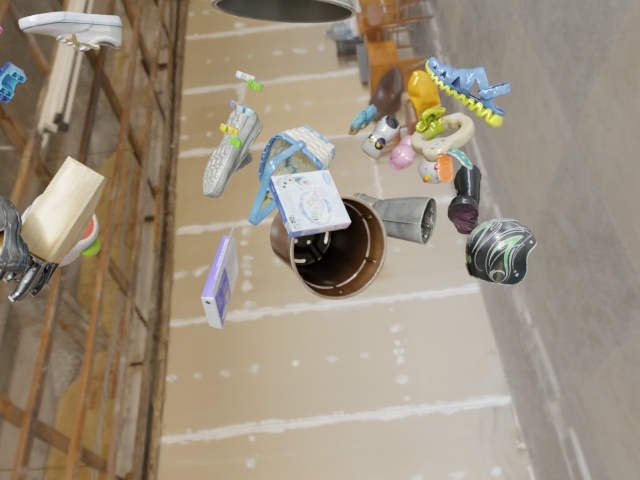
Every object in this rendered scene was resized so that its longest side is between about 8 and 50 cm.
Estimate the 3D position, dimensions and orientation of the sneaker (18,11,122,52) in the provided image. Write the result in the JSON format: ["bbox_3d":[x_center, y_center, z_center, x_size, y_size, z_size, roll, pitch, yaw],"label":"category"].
[{"bbox_3d":[-0.634,-0.536,1.458,0.094,0.258,0.091,10,110,50],"label":"sneaker"}]

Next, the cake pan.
[{"bbox_3d":[-0.072,-0.491,1.140,0.293,0.294,0.054,-90,3,-78],"label":"cake pan"}]

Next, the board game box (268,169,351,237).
[{"bbox_3d":[-0.015,-0.052,0.773,0.090,0.090,0.020,68,152,23],"label":"board game box"}]

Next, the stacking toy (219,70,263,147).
[{"bbox_3d":[-0.199,-0.339,1.456,0.166,0.052,0.221,-70,25,16],"label":"stacking toy"}]

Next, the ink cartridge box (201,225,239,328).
[{"bbox_3d":[-0.267,0.097,1.510,0.208,0.045,0.206,95,-175,-52],"label":"ink cartridge box"}]

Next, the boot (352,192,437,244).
[{"bbox_3d":[0.149,-0.016,1.258,0.076,0.209,0.189,-1,-78,-54],"label":"boot"}]

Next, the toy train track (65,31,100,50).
[{"bbox_3d":[-0.552,-0.461,1.312,0.048,0.083,0.014,101,-173,-55],"label":"toy train track"}]

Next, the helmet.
[{"bbox_3d":[0.460,0.020,1.445,0.169,0.170,0.161,-91,8,-75],"label":"helmet"}]

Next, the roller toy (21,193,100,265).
[{"bbox_3d":[-0.750,-0.032,1.601,0.191,0.146,0.209,-5,-113,-54],"label":"roller toy"}]

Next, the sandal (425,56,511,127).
[{"bbox_3d":[0.485,-0.505,1.822,0.138,0.317,0.126,-56,5,26],"label":"sandal"}]

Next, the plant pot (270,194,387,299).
[{"bbox_3d":[0.000,0.000,0.947,0.165,0.167,0.166,-159,60,-65],"label":"plant pot"}]

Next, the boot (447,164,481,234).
[{"bbox_3d":[0.460,-0.153,1.792,0.246,0.094,0.207,45,-133,-62],"label":"boot"}]

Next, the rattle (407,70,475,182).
[{"bbox_3d":[0.220,-0.216,1.043,0.199,0.130,0.142,-68,-24,-53],"label":"rattle"}]

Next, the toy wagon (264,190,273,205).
[{"bbox_3d":[-0.066,-0.109,2.041,0.344,0.267,0.068,44,-111,-78],"label":"toy wagon"}]

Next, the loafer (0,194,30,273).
[{"bbox_3d":[-0.606,-0.018,1.069,0.170,0.062,0.061,60,-164,19],"label":"loafer"}]

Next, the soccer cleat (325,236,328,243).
[{"bbox_3d":[0.016,0.059,1.478,0.196,0.068,0.076,85,-177,-55],"label":"soccer cleat"}]

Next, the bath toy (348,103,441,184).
[{"bbox_3d":[0.259,-0.295,1.817,0.151,0.348,0.129,-56,-1,5],"label":"bath toy"}]

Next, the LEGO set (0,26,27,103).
[{"bbox_3d":[-0.496,-0.210,0.788,0.087,0.227,0.093,32,-165,-52],"label":"LEGO set"}]

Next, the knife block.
[{"bbox_3d":[-0.576,-0.010,1.182,0.275,0.088,0.242,-52,12,36],"label":"knife block"}]

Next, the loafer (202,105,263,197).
[{"bbox_3d":[-0.252,-0.255,1.676,0.111,0.112,0.319,38,-118,-35],"label":"loafer"}]

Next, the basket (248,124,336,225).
[{"bbox_3d":[-0.099,-0.192,1.672,0.289,0.201,0.254,-51,-7,-45],"label":"basket"}]
